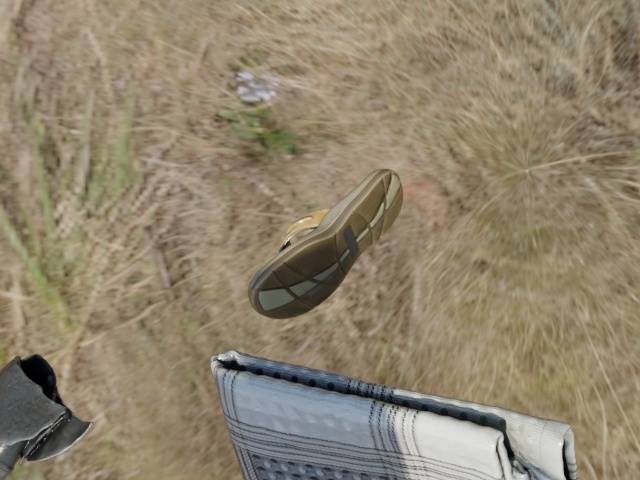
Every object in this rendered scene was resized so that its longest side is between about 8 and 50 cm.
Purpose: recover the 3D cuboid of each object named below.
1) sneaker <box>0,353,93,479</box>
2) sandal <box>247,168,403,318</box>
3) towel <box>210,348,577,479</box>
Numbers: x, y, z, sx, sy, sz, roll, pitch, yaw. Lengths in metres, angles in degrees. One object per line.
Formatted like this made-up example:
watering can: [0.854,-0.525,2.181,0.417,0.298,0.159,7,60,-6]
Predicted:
sneaker: [-0.222,0.115,1.036,0.089,0.170,0.051,-47,123,2]
sandal: [0.000,0.000,1.222,0.049,0.072,0.180,25,57,36]
towel: [0.073,0.242,1.249,0.324,0.056,0.312,9,132,25]
